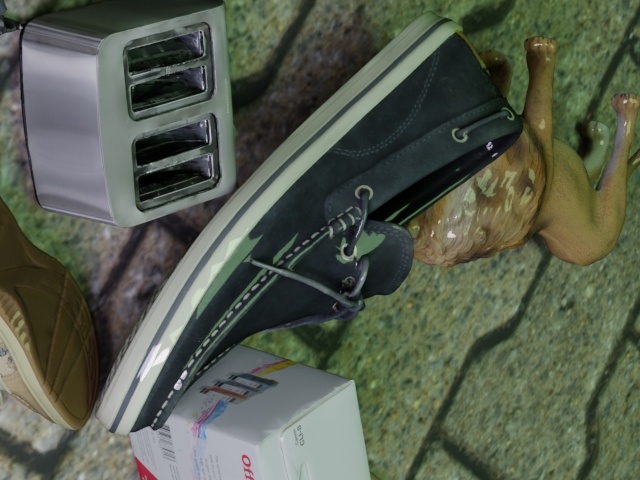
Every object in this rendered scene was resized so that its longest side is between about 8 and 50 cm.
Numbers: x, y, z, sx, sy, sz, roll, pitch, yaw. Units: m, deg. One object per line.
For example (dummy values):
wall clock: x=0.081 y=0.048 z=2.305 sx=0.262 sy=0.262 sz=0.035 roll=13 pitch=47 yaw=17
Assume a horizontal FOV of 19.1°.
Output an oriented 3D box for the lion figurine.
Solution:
lion figurine: x=0.231 y=-0.054 z=1.942 sx=0.392 sy=0.142 sz=0.240 roll=21 pitch=72 yaw=-41

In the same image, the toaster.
toaster: x=-0.157 y=-0.110 z=1.540 sx=0.186 sy=0.110 sz=0.168 roll=-20 pitch=115 yaw=-42

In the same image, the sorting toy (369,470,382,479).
sorting toy: x=0.007 y=0.336 z=1.904 sx=0.307 sy=0.041 sz=0.229 roll=44 pitch=65 yaw=-45

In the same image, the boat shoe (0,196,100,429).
boat shoe: x=-0.262 y=0.047 z=1.503 sx=0.104 sy=0.089 sz=0.285 roll=-74 pitch=149 yaw=-42

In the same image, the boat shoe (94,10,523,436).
boat shoe: x=0.000 y=0.000 z=1.656 sx=0.156 sy=0.187 sz=0.500 roll=43 pitch=63 yaw=3

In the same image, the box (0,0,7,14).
box: x=-0.285 y=-0.184 z=1.448 sx=0.083 sy=0.018 sz=0.067 roll=-41 pitch=128 yaw=-32

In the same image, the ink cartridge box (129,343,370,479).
ink cartridge box: x=-0.063 y=0.183 z=1.676 sx=0.127 sy=0.176 sz=0.128 roll=-31 pitch=123 yaw=-38
